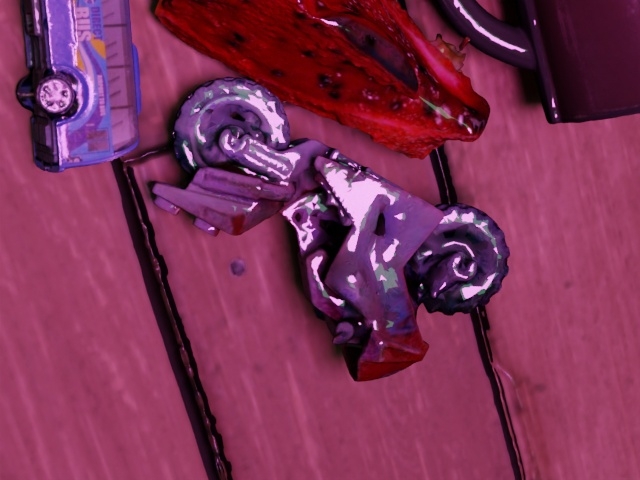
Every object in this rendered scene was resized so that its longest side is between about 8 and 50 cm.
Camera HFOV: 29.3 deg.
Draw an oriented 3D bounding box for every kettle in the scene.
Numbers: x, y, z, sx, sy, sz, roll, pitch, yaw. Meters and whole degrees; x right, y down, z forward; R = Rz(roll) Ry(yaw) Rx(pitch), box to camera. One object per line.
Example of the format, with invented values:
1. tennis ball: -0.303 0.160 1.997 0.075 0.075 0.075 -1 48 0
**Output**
1. kettle: 0.154 -0.193 0.710 0.202 0.144 0.232 -14 99 12

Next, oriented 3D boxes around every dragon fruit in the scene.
1. dragon fruit: 0.023 -0.121 0.667 0.192 0.122 0.092 31 71 -21

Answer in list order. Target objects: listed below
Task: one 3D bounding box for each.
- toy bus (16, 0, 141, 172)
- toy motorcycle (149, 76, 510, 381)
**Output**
1. toy bus: -0.129 -0.114 0.638 0.061 0.051 0.153 -9 102 -27
2. toy motorcycle: 0.000 0.000 0.698 0.213 0.082 0.122 29 88 -12
